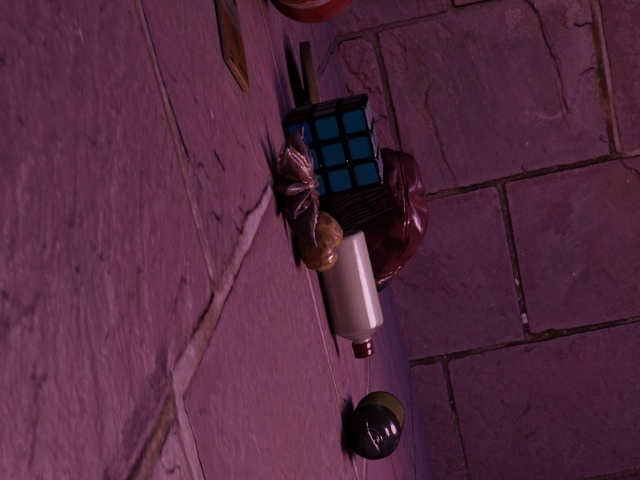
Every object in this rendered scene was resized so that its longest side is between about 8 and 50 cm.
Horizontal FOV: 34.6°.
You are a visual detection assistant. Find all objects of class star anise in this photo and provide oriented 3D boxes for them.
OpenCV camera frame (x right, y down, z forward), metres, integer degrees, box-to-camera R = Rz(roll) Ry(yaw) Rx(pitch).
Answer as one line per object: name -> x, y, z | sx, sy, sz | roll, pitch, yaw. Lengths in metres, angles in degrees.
star anise -> -0.040, -0.086, 1.692 | 0.195, 0.065, 0.182 | 77, 11, -47

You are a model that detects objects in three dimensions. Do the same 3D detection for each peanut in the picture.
peanut -> 0.000, 0.000, 1.780 | 0.174, 0.080, 0.080 | -89, 166, -64

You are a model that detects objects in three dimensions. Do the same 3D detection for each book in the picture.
book -> -0.134, -0.319, 1.515 | 0.118, 0.012, 0.172 | 53, 26, -72

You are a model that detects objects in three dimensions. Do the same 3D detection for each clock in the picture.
clock -> -0.015, -0.316, 2.243 | 0.235, 0.029, 0.235 | 171, -90, -88

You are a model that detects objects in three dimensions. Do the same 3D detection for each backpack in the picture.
backpack -> 0.118, -0.053, 2.179 | 0.317, 0.197, 0.283 | 127, -42, -67

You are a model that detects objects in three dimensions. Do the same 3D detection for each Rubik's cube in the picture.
Rubik's cube -> 0.028, -0.180, 1.974 | 0.163, 0.162, 0.161 | -75, 152, -72

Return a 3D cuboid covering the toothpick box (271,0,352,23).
toothpick box -> -0.037, -0.531, 1.872 | 0.333, 0.204, 0.204 | 13, 65, -83

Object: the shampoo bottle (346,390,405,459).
shampoo bottle -> 0.103, 0.353, 1.930 | 0.284, 0.101, 0.101 | -8, 86, -83

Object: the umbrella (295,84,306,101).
umbrella -> -0.042, -0.319, 2.234 | 0.031, 0.020, 0.083 | 40, 2, 8

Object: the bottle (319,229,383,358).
bottle -> 0.060, 0.108, 1.991 | 0.104, 0.104, 0.245 | -58, 136, -80
